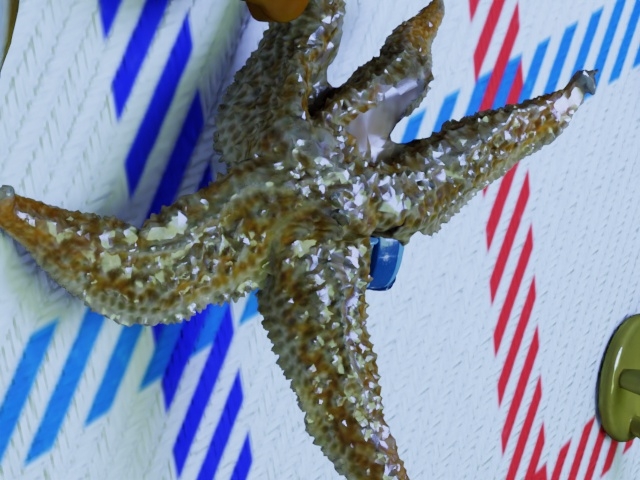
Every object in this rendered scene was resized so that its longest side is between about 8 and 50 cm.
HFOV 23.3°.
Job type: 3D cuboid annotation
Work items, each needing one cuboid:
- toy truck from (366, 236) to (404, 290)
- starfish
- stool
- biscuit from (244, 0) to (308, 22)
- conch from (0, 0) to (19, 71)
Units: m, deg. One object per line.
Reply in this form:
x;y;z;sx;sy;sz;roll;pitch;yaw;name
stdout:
0.000;0.000;0.873;0.090;0.073;0.056;-9;119;-41;toy truck
0.026;-0.034;0.806;0.301;0.084;0.293;37;61;-11;starfish
0.302;0.123;1.281;0.134;0.110;0.135;11;89;-54;stool
0.030;-0.294;0.754;0.312;0.110;0.318;-29;113;-32;biscuit
-0.213;-0.072;0.456;0.249;0.197;0.368;-48;158;23;conch
